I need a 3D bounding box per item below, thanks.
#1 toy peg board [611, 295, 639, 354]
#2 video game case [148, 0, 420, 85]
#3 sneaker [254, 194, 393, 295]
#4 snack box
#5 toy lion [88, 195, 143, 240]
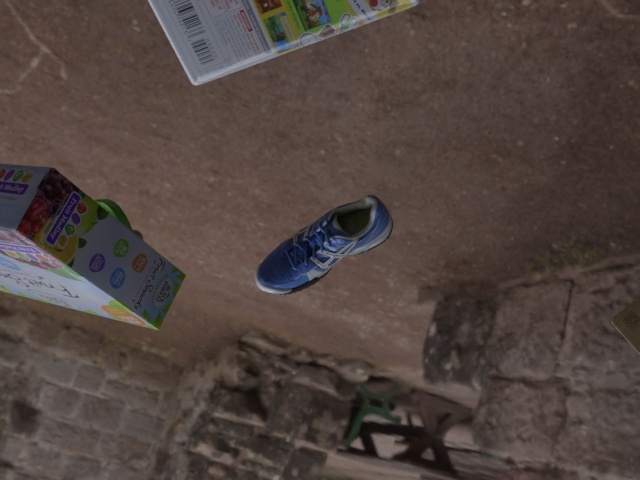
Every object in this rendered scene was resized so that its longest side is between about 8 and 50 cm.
[{"bbox_3d":[0.415,0.098,0.769,0.079,0.161,0.160,38,-165,-41],"label":"toy peg board"},{"bbox_3d":[-0.056,-0.252,0.587,0.207,0.026,0.226,-17,123,14],"label":"video game case"},{"bbox_3d":[0.000,0.000,1.051,0.080,0.211,0.081,55,173,23],"label":"sneaker"},{"bbox_3d":[-0.154,0.000,0.398,0.141,0.037,0.100,8,155,35],"label":"snack box"},{"bbox_3d":[-0.243,-0.011,0.805,0.100,0.096,0.034,-33,171,30],"label":"toy lion"}]
